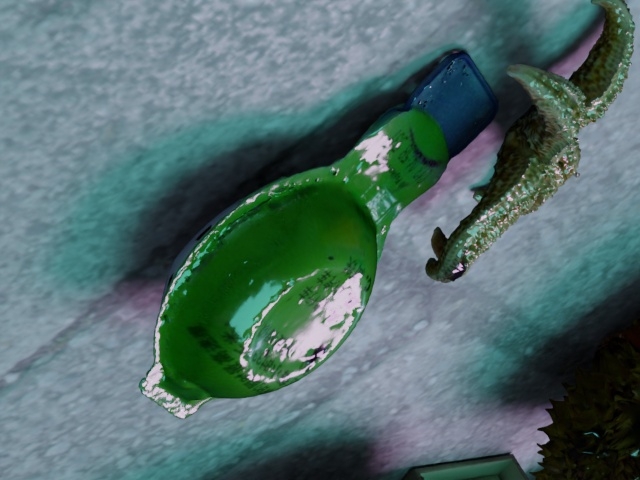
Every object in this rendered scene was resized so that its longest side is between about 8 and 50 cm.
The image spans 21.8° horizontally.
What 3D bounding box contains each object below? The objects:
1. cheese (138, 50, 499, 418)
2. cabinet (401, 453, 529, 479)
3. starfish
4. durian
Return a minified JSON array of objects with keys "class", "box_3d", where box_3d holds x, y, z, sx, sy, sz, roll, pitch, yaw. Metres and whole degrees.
[{"class":"cheese","box_3d":[0.000,0.000,1.152,0.320,0.083,0.204,-47,147,-2]},{"class":"cabinet","box_3d":[0.132,0.344,1.707,0.145,0.150,0.206,-2,139,-38]},{"class":"starfish","box_3d":[0.151,-0.067,1.171,0.238,0.071,0.216,-59,172,8]},{"class":"durian","box_3d":[0.384,0.210,1.556,0.384,0.348,0.347,-20,150,3]}]
